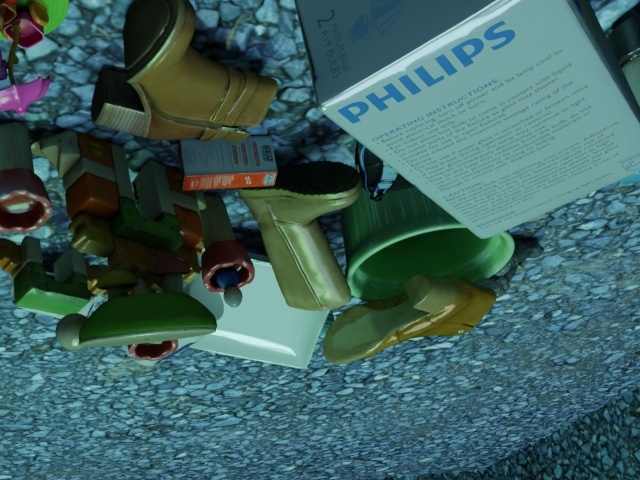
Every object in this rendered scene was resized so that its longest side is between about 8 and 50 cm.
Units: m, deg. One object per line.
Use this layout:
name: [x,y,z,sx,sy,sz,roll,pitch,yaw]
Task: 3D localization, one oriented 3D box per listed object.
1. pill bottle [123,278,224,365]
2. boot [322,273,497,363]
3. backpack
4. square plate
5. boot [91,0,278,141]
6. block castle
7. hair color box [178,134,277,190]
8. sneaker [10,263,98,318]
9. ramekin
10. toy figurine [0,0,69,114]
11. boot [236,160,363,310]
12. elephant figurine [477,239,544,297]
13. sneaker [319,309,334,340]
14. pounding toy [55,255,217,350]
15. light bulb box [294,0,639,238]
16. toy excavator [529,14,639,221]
pill bottle: [-0.270,0.148,1.629,0.187,0.112,0.112,-31,147,30]
boot: [0.168,0.160,1.639,0.211,0.104,0.295,18,137,-43]
backpack: [0.125,-0.154,1.334,0.158,0.116,0.173,-13,153,3]
square plate: [-0.158,0.118,1.707,0.344,0.049,0.347,12,141,-6]
boot: [-0.151,-0.206,1.132,0.220,0.109,0.283,6,150,-28]
block castle: [-0.347,0.036,1.350,0.453,0.212,0.303,21,128,-43]
hair color box: [-0.142,-0.119,1.347,0.141,0.071,0.043,-4,151,-14]
sneaker: [-0.486,0.096,1.615,0.153,0.094,0.235,28,175,-9]
ramekin: [0.180,-0.014,1.587,0.304,0.148,0.303,-9,153,-5]
toy figurine: [-0.355,-0.220,0.974,0.130,0.159,0.173,-22,150,19]
boot: [0.000,0.000,1.452,0.236,0.089,0.269,5,133,35]
elephant figurine: [0.338,0.064,1.816,0.186,0.169,0.239,9,178,23]
sneaker: [-0.102,0.197,1.908,0.283,0.122,0.110,-18,152,12]
pounding toy: [-0.251,0.084,1.214,0.183,0.110,0.237,0,170,-36]
light bulb box: [0.143,-0.244,0.909,0.225,0.357,0.361,-27,148,23]
toy excavator: [0.505,-0.157,1.411,0.433,0.222,0.445,-13,161,5]
